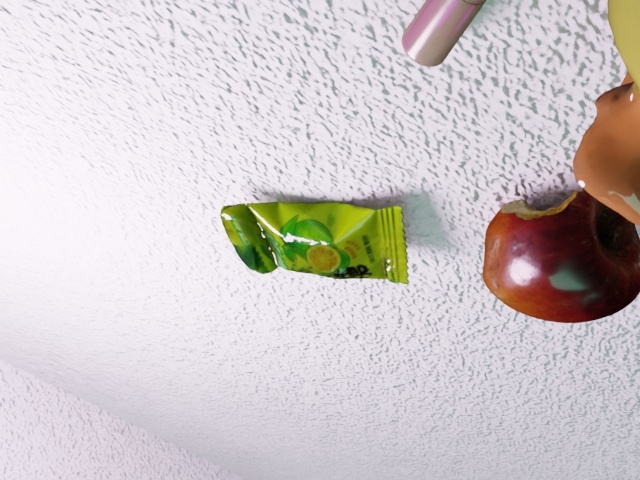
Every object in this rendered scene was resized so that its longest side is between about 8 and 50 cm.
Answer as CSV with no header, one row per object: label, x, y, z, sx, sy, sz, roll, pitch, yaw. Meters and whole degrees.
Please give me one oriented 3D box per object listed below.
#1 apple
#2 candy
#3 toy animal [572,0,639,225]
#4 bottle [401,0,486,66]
apple,0.266,0.023,0.805,0.156,0.147,0.158,9,157,-34
candy,0.000,0.000,0.953,0.246,0.069,0.149,7,143,23
toy animal,0.295,-0.171,0.434,0.191,0.216,0.338,46,143,1
bottle,0.109,-0.195,0.614,0.045,0.045,0.096,22,146,-11
